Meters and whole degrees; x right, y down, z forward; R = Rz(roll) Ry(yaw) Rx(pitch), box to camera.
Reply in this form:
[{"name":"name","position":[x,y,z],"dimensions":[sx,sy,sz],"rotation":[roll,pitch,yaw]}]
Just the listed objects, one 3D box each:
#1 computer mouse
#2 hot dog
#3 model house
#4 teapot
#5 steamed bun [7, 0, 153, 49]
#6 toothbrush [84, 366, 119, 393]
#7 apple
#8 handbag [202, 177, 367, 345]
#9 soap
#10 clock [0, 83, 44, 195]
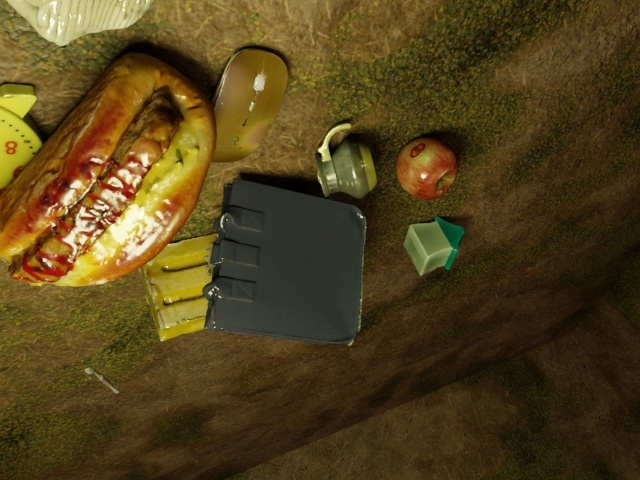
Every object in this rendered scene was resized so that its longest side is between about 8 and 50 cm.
[{"name":"computer mouse","position":[-0.144,-0.223,1.054],"dimensions":[0.126,0.056,0.245],"rotation":[0,138,-39]},{"name":"hot dog","position":[-0.319,-0.073,0.888],"dimensions":[0.405,0.223,0.185],"rotation":[-47,129,8]},{"name":"model house","position":[0.329,0.011,1.690],"dimensions":[0.149,0.127,0.100],"rotation":[-14,147,-14]},{"name":"teapot","position":[0.048,-0.162,1.245],"dimensions":[0.119,0.130,0.165],"rotation":[-13,116,5]},{"name":"steamed bun","position":[-0.291,-0.344,0.685],"dimensions":[0.218,0.144,0.211],"rotation":[-43,172,-39]},{"name":"toothbrush","position":[-0.592,0.380,1.632],"dimensions":[0.017,0.014,0.194],"rotation":[-25,149,-6]},{"name":"apple","position":[0.241,-0.165,1.364],"dimensions":[0.146,0.131,0.146],"rotation":[-28,143,-23]},{"name":"handbag","position":[-0.077,0.051,1.230],"dimensions":[0.329,0.303,0.122],"rotation":[11,165,-23]},{"name":"soap","position":[-0.221,0.085,1.314],"dimensions":[0.315,0.199,0.091],"rotation":[-14,153,-25]},{"name":"clock","position":[-0.553,-0.107,0.890],"dimensions":[0.277,0.071,0.293],"rotation":[-9,145,-28]}]
